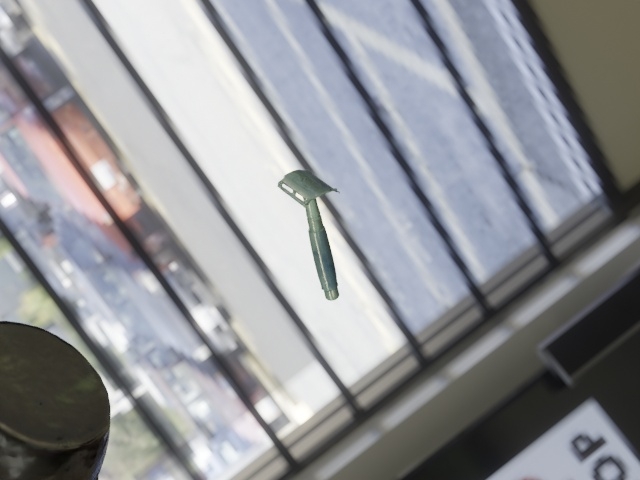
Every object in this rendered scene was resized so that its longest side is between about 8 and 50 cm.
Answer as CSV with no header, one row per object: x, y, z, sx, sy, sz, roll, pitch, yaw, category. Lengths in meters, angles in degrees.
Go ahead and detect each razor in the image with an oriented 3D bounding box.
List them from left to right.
0.000,0.000,1.612,0.068,0.040,0.135,39,147,55,razor

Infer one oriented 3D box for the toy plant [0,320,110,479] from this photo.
-0.264,0.166,1.165,0.218,0.235,0.175,37,-148,-5,toy plant
